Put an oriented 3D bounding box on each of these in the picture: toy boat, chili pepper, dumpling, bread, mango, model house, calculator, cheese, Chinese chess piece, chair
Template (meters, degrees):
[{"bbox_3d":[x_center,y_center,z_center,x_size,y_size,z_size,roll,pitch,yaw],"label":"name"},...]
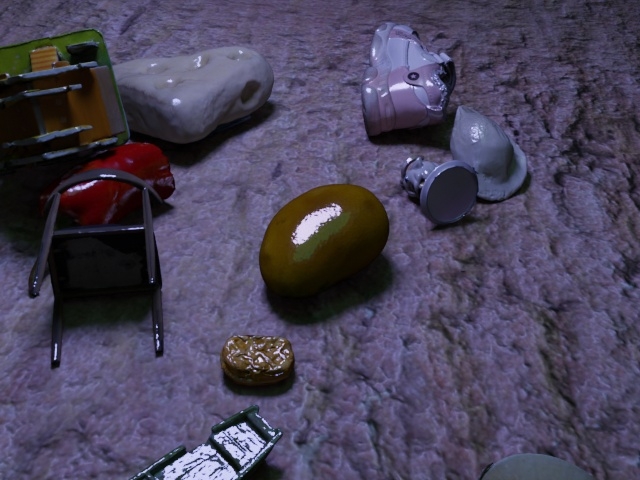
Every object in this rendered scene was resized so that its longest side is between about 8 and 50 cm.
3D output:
[{"bbox_3d":[-0.177,0.304,0.896,0.293,0.055,0.093,-26,48,-34],"label":"toy boat"},{"bbox_3d":[-0.409,-0.065,1.274,0.134,0.131,0.338,28,43,21],"label":"chili pepper"},{"bbox_3d":[0.352,-0.189,1.535,0.166,0.126,0.216,8,32,-22],"label":"dumpling"},{"bbox_3d":[-0.092,0.174,1.079,0.111,0.044,0.083,1,39,-9],"label":"bread"},{"bbox_3d":[-0.002,-0.004,1.242,0.254,0.139,0.175,-29,43,-28],"label":"mango"},{"bbox_3d":[-0.539,-0.233,1.276,0.358,0.242,0.313,-12,12,-7],"label":"model house"},{"bbox_3d":[-0.232,-0.257,1.633,0.057,0.018,0.172,30,45,31],"label":"calculator"},{"bbox_3d":[-0.312,-0.344,1.633,0.328,0.129,0.351,18,40,29],"label":"cheese"},{"bbox_3d":[0.264,0.346,0.875,0.188,0.083,0.188,1,37,0],"label":"Chinese chess piece"},{"bbox_3d":[-0.333,0.034,1.133,0.188,0.166,0.272,-4,44,-11],"label":"chair"}]

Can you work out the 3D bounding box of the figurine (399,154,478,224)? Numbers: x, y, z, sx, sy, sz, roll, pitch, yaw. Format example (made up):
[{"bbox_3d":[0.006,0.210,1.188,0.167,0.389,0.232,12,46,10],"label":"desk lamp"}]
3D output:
[{"bbox_3d":[0.219,-0.115,1.440,0.132,0.132,0.154,-12,27,-21],"label":"figurine"}]

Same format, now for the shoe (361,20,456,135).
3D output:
[{"bbox_3d":[0.213,-0.368,1.696,0.198,0.172,0.351,3,49,14],"label":"shoe"}]
